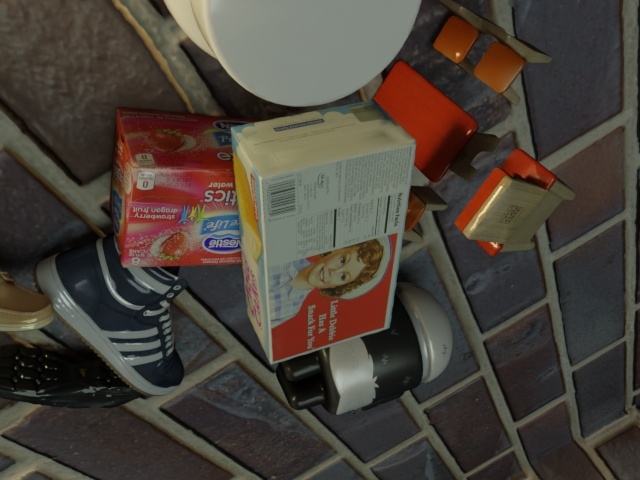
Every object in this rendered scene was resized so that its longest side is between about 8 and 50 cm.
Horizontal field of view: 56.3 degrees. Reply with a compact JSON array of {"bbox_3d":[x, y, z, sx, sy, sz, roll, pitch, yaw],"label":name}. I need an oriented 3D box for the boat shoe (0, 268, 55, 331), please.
[{"bbox_3d":[-0.370,0.050,0.643,0.170,0.063,0.059,15,113,-1],"label":"boat shoe"}]

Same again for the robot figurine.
[{"bbox_3d":[0.067,0.165,0.935,0.279,0.173,0.209,-16,158,-14],"label":"robot figurine"}]

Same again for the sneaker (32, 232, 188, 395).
[{"bbox_3d":[-0.214,0.094,0.774,0.153,0.099,0.282,-28,133,1],"label":"sneaker"}]

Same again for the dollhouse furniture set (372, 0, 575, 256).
[{"bbox_3d":[0.139,-0.105,0.659,0.135,0.259,0.262,6,125,-44],"label":"dollhouse furniture set"}]

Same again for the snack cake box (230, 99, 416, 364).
[{"bbox_3d":[0.000,0.000,0.626,0.152,0.089,0.264,-15,135,-18],"label":"snack cake box"}]

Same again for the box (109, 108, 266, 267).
[{"bbox_3d":[-0.098,-0.057,0.677,0.257,0.122,0.128,-1,129,-27],"label":"box"}]

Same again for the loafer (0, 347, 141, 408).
[{"bbox_3d":[-0.352,0.195,0.810,0.223,0.076,0.078,11,132,-29],"label":"loafer"}]

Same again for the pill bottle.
[{"bbox_3d":[-0.049,-0.223,0.434,0.161,0.283,0.160,-15,134,-16],"label":"pill bottle"}]
